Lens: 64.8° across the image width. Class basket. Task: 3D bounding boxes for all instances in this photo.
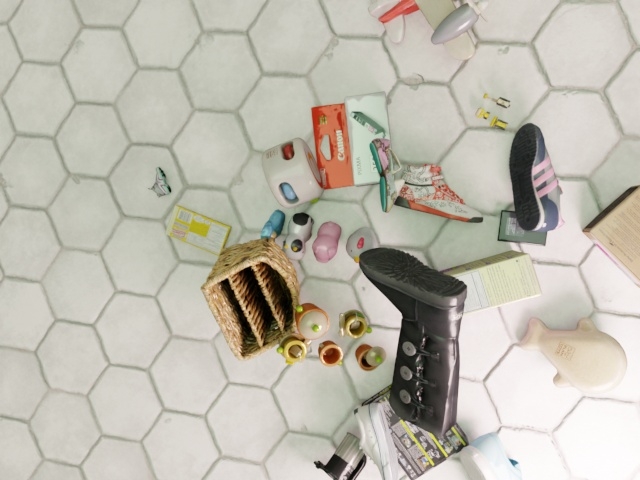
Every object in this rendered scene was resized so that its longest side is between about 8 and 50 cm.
[{"bbox_3d":[-0.178,0.172,1.482,0.214,0.223,0.299,-12,116,12],"label":"basket"}]

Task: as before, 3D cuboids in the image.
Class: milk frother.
[{"bbox_3d":[0.060,0.677,1.579,0.143,0.129,0.134,21,57,36],"label":"milk frother"}]

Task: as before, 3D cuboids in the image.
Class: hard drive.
[{"bbox_3d":[0.602,-0.037,1.494,0.135,0.022,0.094,7,93,10],"label":"hard drive"}]

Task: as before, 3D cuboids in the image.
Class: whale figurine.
[{"bbox_3d":[0.725,0.321,1.448,0.272,0.141,0.216,22,96,33],"label":"whale figurine"}]

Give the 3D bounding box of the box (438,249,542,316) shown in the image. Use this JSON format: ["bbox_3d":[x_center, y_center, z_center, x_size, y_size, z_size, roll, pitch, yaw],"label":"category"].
[{"bbox_3d":[0.464,0.120,1.425,0.243,0.213,0.117,-17,89,10],"label":"box"}]

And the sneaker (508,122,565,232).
[{"bbox_3d":[0.631,-0.178,1.455,0.131,0.112,0.318,4,82,-22],"label":"sneaker"}]

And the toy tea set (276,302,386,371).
[{"bbox_3d":[0.049,0.300,1.484,0.337,0.124,0.199,11,100,-17],"label":"toy tea set"}]

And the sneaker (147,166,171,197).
[{"bbox_3d":[-0.546,-0.191,1.676,0.069,0.038,0.098,-21,88,9],"label":"sneaker"}]

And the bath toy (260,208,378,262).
[{"bbox_3d":[0.000,0.000,1.545,0.349,0.129,0.151,11,93,8],"label":"bath toy"}]

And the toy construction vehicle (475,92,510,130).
[{"bbox_3d":[0.517,-0.382,1.495,0.098,0.035,0.085,24,107,11],"label":"toy construction vehicle"}]

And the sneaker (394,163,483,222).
[{"bbox_3d":[0.362,-0.145,1.497,0.270,0.090,0.144,15,97,11],"label":"sneaker"}]

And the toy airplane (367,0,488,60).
[{"bbox_3d":[0.303,-0.733,1.394,0.387,0.272,0.384,20,96,8],"label":"toy airplane"}]

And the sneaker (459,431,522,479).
[{"bbox_3d":[0.553,0.730,1.479,0.150,0.135,0.365,-31,103,-19],"label":"sneaker"}]

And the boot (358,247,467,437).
[{"bbox_3d":[0.242,0.278,1.424,0.146,0.367,0.444,-17,118,-27],"label":"boot"}]

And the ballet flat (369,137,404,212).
[{"bbox_3d":[0.202,-0.194,1.479,0.079,0.077,0.221,-11,89,-7],"label":"ballet flat"}]

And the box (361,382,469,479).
[{"bbox_3d":[0.287,0.565,1.550,0.216,0.060,0.270,-37,86,8],"label":"box"}]

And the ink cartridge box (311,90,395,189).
[{"bbox_3d":[0.097,-0.303,1.553,0.239,0.060,0.274,-6,91,9],"label":"ink cartridge box"}]

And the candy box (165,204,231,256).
[{"bbox_3d":[-0.403,-0.033,1.663,0.206,0.027,0.105,22,98,9],"label":"candy box"}]

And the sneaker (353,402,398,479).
[{"bbox_3d":[0.166,0.615,1.506,0.091,0.094,0.257,-16,81,21],"label":"sneaker"}]

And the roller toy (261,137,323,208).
[{"bbox_3d":[-0.089,-0.202,1.520,0.146,0.191,0.209,-20,89,11],"label":"roller toy"}]

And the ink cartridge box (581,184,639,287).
[{"bbox_3d":[0.898,-0.009,1.411,0.193,0.088,0.234,-44,85,10],"label":"ink cartridge box"}]
